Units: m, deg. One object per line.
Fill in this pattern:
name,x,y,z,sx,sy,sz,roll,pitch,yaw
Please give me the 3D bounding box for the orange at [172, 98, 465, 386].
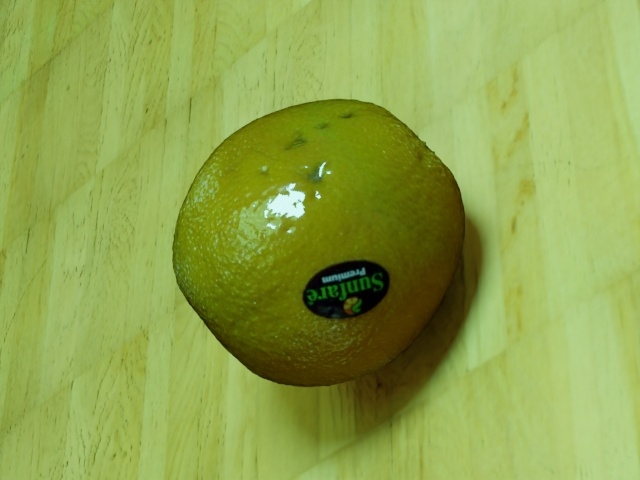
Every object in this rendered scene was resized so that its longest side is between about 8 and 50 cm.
orange,0.000,0.000,1.320,0.206,0.206,0.206,-35,38,33
